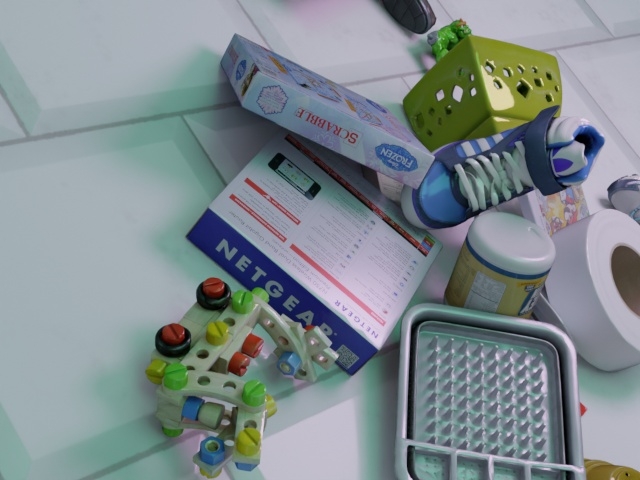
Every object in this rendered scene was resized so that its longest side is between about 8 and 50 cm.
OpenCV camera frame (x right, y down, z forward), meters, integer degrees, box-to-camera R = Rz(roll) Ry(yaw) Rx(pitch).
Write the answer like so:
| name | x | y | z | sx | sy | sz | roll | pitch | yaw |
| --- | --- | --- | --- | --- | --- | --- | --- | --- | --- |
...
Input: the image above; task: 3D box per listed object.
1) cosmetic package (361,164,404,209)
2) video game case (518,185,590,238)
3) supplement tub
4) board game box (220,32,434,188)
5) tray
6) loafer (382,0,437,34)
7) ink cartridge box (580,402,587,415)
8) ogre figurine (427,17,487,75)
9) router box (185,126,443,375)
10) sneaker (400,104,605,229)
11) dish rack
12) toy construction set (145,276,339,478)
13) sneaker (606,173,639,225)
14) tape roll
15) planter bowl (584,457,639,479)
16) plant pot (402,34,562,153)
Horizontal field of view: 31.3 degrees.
| name | x | y | z | sx | sy | sz | roll | pitch | yaw |
| --- | --- | --- | --- | --- | --- | --- | --- | --- | --- |
| cosmetic package | 0.112 | -0.102 | 2.004 | 0.060 | 0.041 | 0.115 | 15 | 48 | -28 |
| video game case | 0.451 | -0.038 | 2.146 | 0.227 | 0.026 | 0.206 | -40 | 116 | -49 |
| supplement tub | 0.283 | 0.070 | 1.846 | 0.144 | 0.200 | 0.144 | 11 | 35 | -8 |
| board game box | 0.002 | -0.220 | 1.893 | 0.318 | 0.066 | 0.319 | 24 | 15 | -18 |
| tray | 0.345 | 0.078 | 1.968 | 0.270 | 0.030 | 0.145 | 56 | 3 | 33 |
| loafer | 0.156 | -0.544 | 2.370 | 0.084 | 0.096 | 0.267 | -33 | 76 | -36 |
| ink cartridge box | 0.369 | 0.238 | 1.911 | 0.179 | 0.045 | 0.145 | 48 | 42 | 11 |
| ogre figurine | 0.277 | -0.388 | 2.344 | 0.197 | 0.097 | 0.118 | -32 | 96 | -33 |
| router box | 0.000 | 0.000 | 1.800 | 0.335 | 0.082 | 0.301 | 40 | 41 | -2 |
| sneaker | 0.311 | -0.119 | 1.848 | 0.322 | 0.236 | 0.130 | -25 | 99 | -31 |
| dish rack | 0.246 | 0.263 | 1.711 | 0.285 | 0.072 | 0.333 | 10 | 54 | -5 |
| toy construction set | -0.104 | 0.167 | 1.525 | 0.215 | 0.151 | 0.327 | 23 | 30 | 16 |
| sneaker | 0.714 | -0.031 | 2.359 | 0.283 | 0.110 | 0.122 | 31 | 45 | -12 |
| tape roll | 0.530 | 0.090 | 2.067 | 0.286 | 0.100 | 0.286 | 24 | 53 | -35 |
| planter bowl | 0.475 | 0.424 | 1.797 | 0.217 | 0.090 | 0.217 | 20 | 46 | -22 |
| plant pot | 0.320 | -0.222 | 2.138 | 0.228 | 0.227 | 0.207 | 5 | 59 | -32 |
